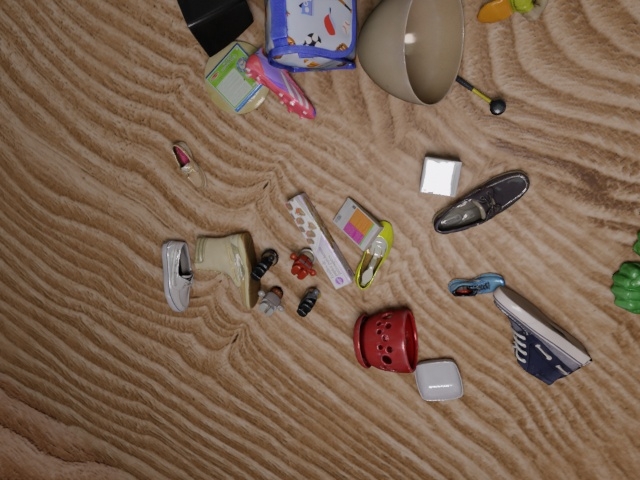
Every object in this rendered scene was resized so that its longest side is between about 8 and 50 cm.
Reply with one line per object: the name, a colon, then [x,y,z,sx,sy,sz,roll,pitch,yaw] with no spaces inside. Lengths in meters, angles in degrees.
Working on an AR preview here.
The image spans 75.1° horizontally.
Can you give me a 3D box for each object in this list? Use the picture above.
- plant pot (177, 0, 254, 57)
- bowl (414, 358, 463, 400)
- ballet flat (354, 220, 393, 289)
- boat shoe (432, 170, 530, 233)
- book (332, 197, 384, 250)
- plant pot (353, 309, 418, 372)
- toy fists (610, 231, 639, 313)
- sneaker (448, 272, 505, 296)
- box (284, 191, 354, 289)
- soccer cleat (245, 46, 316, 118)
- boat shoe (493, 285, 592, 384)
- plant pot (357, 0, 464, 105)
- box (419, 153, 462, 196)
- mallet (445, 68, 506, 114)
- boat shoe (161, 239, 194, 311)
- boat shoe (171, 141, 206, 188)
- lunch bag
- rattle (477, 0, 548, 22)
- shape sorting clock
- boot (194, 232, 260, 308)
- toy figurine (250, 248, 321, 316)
plant pot: [-0.290,-0.654,1.140,0.167,0.187,0.188,-21,90,3]
bowl: [0.387,0.450,1.364,0.142,0.053,0.142,-12,102,18]
ballet flat: [0.166,0.054,1.290,0.077,0.077,0.231,22,110,3]
boat shoe: [0.446,-0.094,1.160,0.285,0.092,0.103,-28,97,21]
book: [0.111,-0.049,1.270,0.144,0.035,0.096,46,116,25]
plant pot: [0.203,0.317,1.301,0.174,0.191,0.191,-9,104,22]
toy fists: [0.883,0.070,1.091,0.142,0.096,0.279,20,112,10]
sneaker: [0.466,0.144,1.238,0.162,0.073,0.063,-13,103,18]
box: [0.000,0.000,1.326,0.063,0.067,0.324,-28,97,21]
soccer cleat: [-0.104,-0.452,1.206,0.248,0.083,0.095,35,82,-10]
boat shoe: [0.602,0.287,1.211,0.340,0.127,0.158,38,114,-2]
plant pot: [0.206,-0.487,1.037,0.191,0.284,0.284,18,113,40]
box: [0.334,-0.183,1.166,0.102,0.087,0.101,10,109,12]
mallet: [0.414,-0.397,1.113,0.190,0.062,0.039,43,112,16]
boat shoe: [-0.498,0.131,1.491,0.088,0.096,0.267,1,98,20]
boat shoe: [-0.440,-0.244,1.374,0.063,0.059,0.170,-27,98,21]
lunch bag: [-0.031,-0.583,0.985,0.239,0.385,0.327,1,106,15]
rattle: [0.495,-0.639,1.016,0.130,0.143,0.199,11,95,-22]
shape sorting clock: [-0.250,-0.489,1.257,0.206,0.040,0.206,1,105,4]
boot: [-0.321,0.107,1.429,0.203,0.095,0.262,-4,104,16]
toy figurine: [-0.108,0.135,1.361,0.213,0.148,0.209,-5,111,14]
